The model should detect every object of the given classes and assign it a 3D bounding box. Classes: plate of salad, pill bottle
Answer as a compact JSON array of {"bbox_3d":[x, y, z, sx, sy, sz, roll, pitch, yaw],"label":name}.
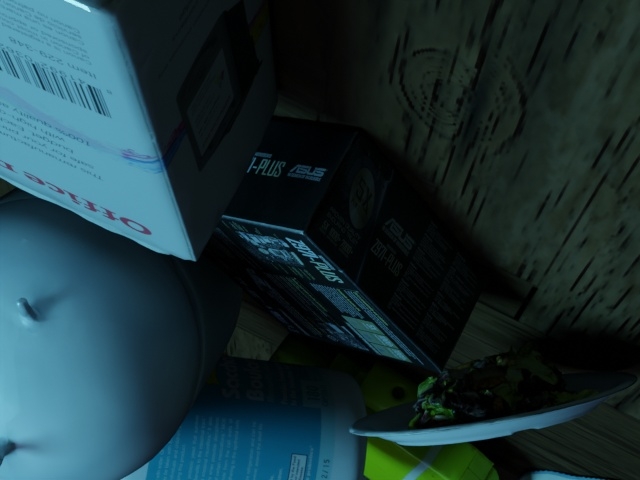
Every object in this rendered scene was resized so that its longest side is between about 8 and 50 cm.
[{"bbox_3d":[0.116,0.102,1.013,0.200,0.048,0.200,-10,180,0],"label":"plate of salad"},{"bbox_3d":[-0.103,0.167,1.245,0.264,0.146,0.146,8,167,-15],"label":"pill bottle"}]

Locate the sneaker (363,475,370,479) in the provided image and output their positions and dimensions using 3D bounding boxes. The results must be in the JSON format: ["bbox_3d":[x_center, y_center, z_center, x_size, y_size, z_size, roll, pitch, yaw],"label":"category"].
[{"bbox_3d":[-0.051,0.225,1.644,0.236,0.130,0.323,8,150,26],"label":"sneaker"}]

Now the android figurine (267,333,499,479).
[{"bbox_3d":[0.067,0.189,1.414,0.273,0.056,0.248,33,159,6],"label":"android figurine"}]

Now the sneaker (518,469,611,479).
[{"bbox_3d":[0.230,0.271,1.361,0.087,0.092,0.229,31,164,-12],"label":"sneaker"}]

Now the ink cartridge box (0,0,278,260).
[{"bbox_3d":[-0.149,-0.132,0.758,0.226,0.131,0.306,25,164,9],"label":"ink cartridge box"}]

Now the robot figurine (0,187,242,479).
[{"bbox_3d":[-0.168,0.052,1.037,0.200,0.300,0.353,2,-166,6],"label":"robot figurine"}]

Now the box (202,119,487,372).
[{"bbox_3d":[0.000,0.000,0.982,0.147,0.077,0.180,12,156,43],"label":"box"}]
